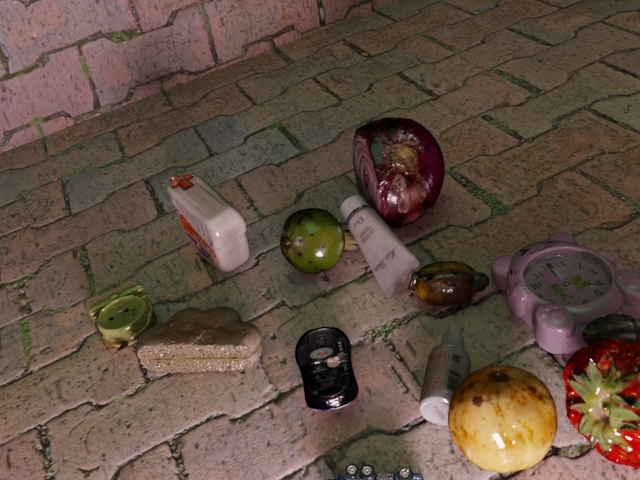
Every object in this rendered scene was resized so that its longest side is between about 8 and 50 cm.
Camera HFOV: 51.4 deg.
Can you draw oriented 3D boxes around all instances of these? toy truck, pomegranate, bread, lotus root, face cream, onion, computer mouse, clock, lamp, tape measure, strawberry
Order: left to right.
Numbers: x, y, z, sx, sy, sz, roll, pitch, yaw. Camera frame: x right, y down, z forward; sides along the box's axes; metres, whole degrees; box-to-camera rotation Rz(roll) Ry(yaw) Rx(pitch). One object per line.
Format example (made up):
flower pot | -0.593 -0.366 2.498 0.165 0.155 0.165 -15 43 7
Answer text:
clock | -0.545 0.228 1.870 0.170 0.069 0.232 -27 39 -15
bread | -0.310 0.252 1.751 0.337 0.102 0.183 -3 40 12
tape measure | -0.326 -0.051 1.997 0.130 0.265 0.258 -37 54 -24
pomegranate | 0.000 0.000 1.923 0.247 0.202 0.202 1 28 -34
computer mouse | 0.015 0.312 1.588 0.137 0.096 0.233 -14 42 7
toy truck | 0.106 0.506 1.340 0.201 0.074 0.088 -2 45 15
face cream | 0.157 0.001 1.862 0.089 0.143 0.314 11 37 -46
onion | 0.246 -0.204 2.005 0.260 0.282 0.337 -11 67 -13
face cream | 0.293 0.293 1.524 0.101 0.101 0.252 2 40 19
lotus root | 0.332 0.112 1.726 0.209 0.120 0.120 -2 40 13
pomegranate | 0.365 0.363 1.344 0.215 0.215 0.215 -8 39 7
clock | 0.600 0.115 1.642 0.295 0.113 0.322 -22 38 -10
lamp | 0.655 0.210 1.456 0.250 0.101 0.101 11 23 -37
strawberry | 0.632 0.309 1.315 0.276 0.257 0.257 -10 34 -27
